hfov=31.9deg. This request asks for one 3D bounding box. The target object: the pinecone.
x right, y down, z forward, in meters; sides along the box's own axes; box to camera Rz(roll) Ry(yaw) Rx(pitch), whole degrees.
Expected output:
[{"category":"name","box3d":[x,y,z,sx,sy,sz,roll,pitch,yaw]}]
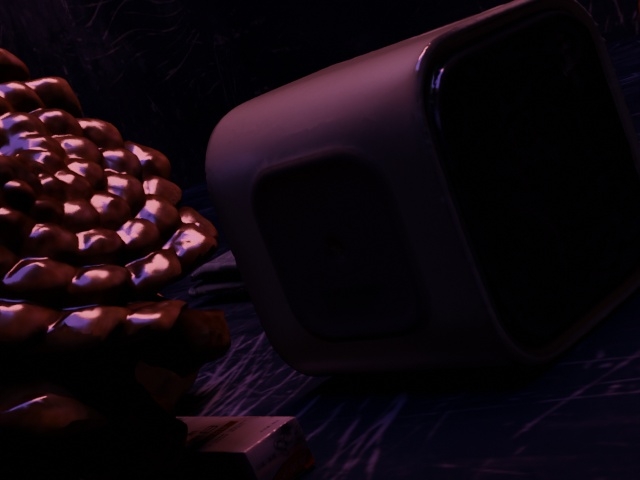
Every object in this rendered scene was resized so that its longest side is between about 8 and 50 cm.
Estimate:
[{"category":"pinecone","box3d":[-0.257,0.081,0.772,0.384,0.384,0.384,-21,9,4]}]

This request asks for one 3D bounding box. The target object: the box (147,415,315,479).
[{"category":"box","box3d":[-0.095,0.160,0.842,0.055,0.040,0.218,-31,13,-40]}]

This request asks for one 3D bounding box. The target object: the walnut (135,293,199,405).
[{"category":"walnut","box3d":[-0.192,0.110,1.041,0.166,0.149,0.166,-20,-19,-7]}]

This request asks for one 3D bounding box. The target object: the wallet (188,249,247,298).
[{"category":"wallet","box3d":[0.000,0.000,1.460,0.237,0.075,0.342,-24,9,-37]}]

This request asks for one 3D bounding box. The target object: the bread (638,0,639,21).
[{"category":"bread","box3d":[0.302,-0.068,0.668,0.110,0.234,0.184,-26,10,-36]}]

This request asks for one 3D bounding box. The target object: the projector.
[{"category":"projector","box3d":[0.093,-0.038,0.912,0.248,0.248,0.249,-29,12,-40]}]
